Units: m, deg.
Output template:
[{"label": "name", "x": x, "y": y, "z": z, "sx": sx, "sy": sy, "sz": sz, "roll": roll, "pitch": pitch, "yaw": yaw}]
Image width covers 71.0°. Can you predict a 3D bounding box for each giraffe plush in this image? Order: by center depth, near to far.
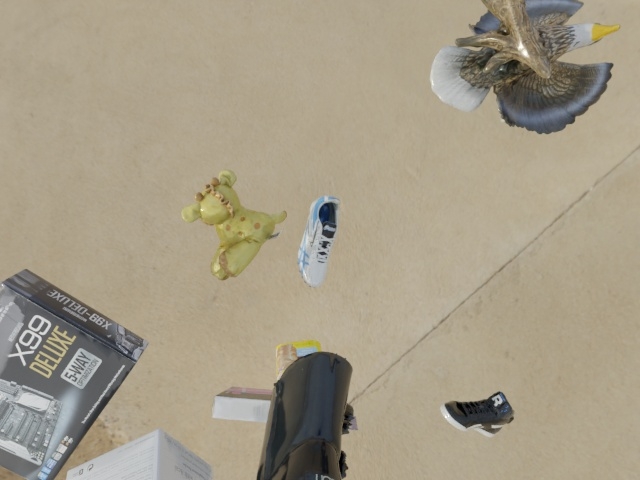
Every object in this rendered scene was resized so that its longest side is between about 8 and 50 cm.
[{"label": "giraffe plush", "x": -0.193, "y": -0.040, "z": 0.935, "sx": 0.170, "sy": 0.210, "sz": 0.181, "roll": 43, "pitch": 44, "yaw": -15}]

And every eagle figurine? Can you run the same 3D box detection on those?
[{"label": "eagle figurine", "x": 0.331, "y": -0.290, "z": 0.690, "sx": 0.225, "sy": 0.298, "sz": 0.227, "roll": 31, "pitch": 116, "yaw": 22}]

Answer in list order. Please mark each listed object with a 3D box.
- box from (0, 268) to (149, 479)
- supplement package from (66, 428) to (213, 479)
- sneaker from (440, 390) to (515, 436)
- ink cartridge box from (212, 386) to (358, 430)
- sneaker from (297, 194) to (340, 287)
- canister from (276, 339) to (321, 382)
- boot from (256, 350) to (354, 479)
[{"label": "box", "x": -0.485, "y": 0.240, "z": 0.767, "sx": 0.242, "sy": 0.076, "sz": 0.308, "roll": 36, "pitch": 100, "yaw": -12}, {"label": "supplement package", "x": -0.264, "y": 0.475, "z": 0.654, "sx": 0.175, "sy": 0.178, "sz": 0.293, "roll": -25, "pitch": 40, "yaw": 2}, {"label": "sneaker", "x": 0.409, "y": 0.424, "z": 1.143, "sx": 0.121, "sy": 0.216, "sz": 0.079, "roll": -51, "pitch": 34, "yaw": 18}, {"label": "ink cartridge box", "x": -0.085, "y": 0.447, "z": 1.201, "sx": 0.370, "sy": 0.176, "sz": 0.069, "roll": 6, "pitch": 79, "yaw": 4}, {"label": "sneaker", "x": 0.000, "y": 0.000, "z": 1.126, "sx": 0.085, "sy": 0.086, "sz": 0.238, "roll": 12, "pitch": 80, "yaw": -24}, {"label": "canister", "x": -0.049, "y": 0.337, "z": 1.102, "sx": 0.126, "sy": 0.073, "sz": 0.170, "roll": -7, "pitch": 45, "yaw": -1}, {"label": "boot", "x": -0.038, "y": 0.258, "z": 0.463, "sx": 0.094, "sy": 0.207, "sz": 0.247, "roll": 25, "pitch": 116, "yaw": -8}]
